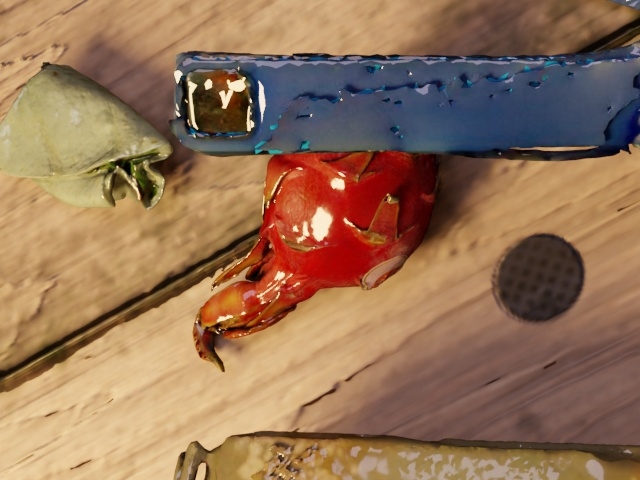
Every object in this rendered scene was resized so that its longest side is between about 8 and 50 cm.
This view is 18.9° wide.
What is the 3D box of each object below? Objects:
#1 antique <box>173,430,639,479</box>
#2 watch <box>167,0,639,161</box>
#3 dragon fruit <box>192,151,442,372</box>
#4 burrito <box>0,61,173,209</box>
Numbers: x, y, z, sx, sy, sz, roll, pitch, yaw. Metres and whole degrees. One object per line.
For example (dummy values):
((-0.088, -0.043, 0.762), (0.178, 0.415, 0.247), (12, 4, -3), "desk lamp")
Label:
((0.061, 0.152, 0.906), (0.284, 0.125, 0.150), (7, 77, 24), "antique")
((0.079, -0.128, 0.992), (0.274, 0.068, 0.276), (0, 35, 8), "watch")
((0.000, 0.000, 1.013), (0.094, 0.094, 0.190), (46, 116, 27), "dragon fruit")
((-0.134, -0.051, 1.096), (0.118, 0.044, 0.074), (32, 90, 29), "burrito")
